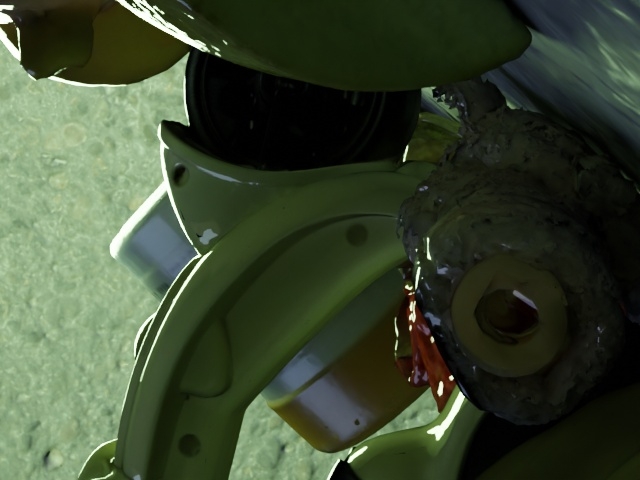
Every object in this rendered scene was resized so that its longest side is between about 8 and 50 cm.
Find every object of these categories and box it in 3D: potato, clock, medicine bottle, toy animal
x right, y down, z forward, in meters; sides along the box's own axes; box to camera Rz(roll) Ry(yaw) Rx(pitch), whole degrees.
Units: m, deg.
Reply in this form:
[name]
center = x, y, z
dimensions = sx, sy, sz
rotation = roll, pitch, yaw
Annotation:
[potato]
center = -0.022, -0.086, 0.476
dimensions = 0.120, 0.081, 0.149
rotation = 44, -178, -25
[clock]
center = 0.042, 0.085, 0.685
dimensions = 0.379, 0.276, 0.120
rotation = 40, -173, 13
[medicine bottle]
center = 0.000, 0.000, 1.160
dimensions = 0.232, 0.238, 0.238
rotation = 42, -177, -7
[toy animal]
center = -0.144, -0.169, 0.875
dimensions = 0.281, 0.169, 0.195
rotation = 25, -120, -66

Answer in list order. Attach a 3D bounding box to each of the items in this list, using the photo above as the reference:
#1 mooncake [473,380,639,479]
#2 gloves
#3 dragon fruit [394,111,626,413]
[mooncake]
center = 0.156, 0.216, 0.433
dimensions = 0.378, 0.200, 0.378
rotation = 54, -169, -16
[gloves]
center = 0.076, 0.009, 0.553
dimensions = 0.110, 0.094, 0.144
rotation = 51, -161, -24
[dragon fruit]
center = 0.094, 0.041, 0.914
dimensions = 0.205, 0.152, 0.317
rotation = 44, -177, 6
